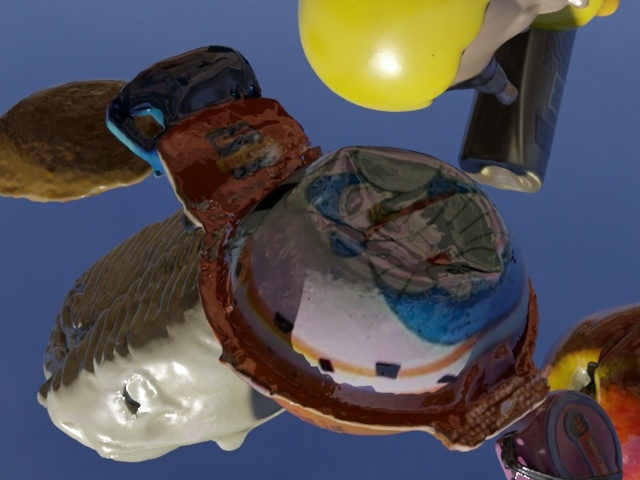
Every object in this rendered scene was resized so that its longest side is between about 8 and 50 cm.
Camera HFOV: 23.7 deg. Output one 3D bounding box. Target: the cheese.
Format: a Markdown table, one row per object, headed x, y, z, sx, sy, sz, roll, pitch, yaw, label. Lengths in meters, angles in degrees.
| x | y | z | sx | sy | sz | roll | pitch | yaw | label |
| --- | --- | --- | --- | --- | --- | --- | --- | --- | --- |
| 0.000 | 0.000 | 0.921 | 0.217 | 0.129 | 0.329 | -25 | -122 | -33 | cheese |

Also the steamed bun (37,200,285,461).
| x | y | z | sx | sy | sz | roll | pitch | yaw | label |
| --- | --- | --- | --- | --- | --- | --- | --- | --- | --- |
| -0.113 | 0.101 | 1.556 | 0.324 | 0.219 | 0.310 | -40 | -160 | 7 | steamed bun |

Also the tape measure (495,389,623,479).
| x | y | z | sx | sy | sz | roll | pitch | yaw | label |
| --- | --- | --- | --- | --- | --- | --- | --- | --- | --- |
| 0.215 | 0.200 | 1.387 | 0.125 | 0.118 | 0.074 | -29 | -178 | -44 | tape measure |

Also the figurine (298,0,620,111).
| x | y | z | sx | sy | sz | roll | pitch | yaw | label |
| --- | --- | --- | --- | --- | --- | --- | --- | --- | --- |
| 0.144 | -0.228 | 1.345 | 0.343 | 0.215 | 0.187 | -16 | -123 | -26 | figurine |

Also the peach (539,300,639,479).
| x | y | z | sx | sy | sz | roll | pitch | yaw | label |
| --- | --- | --- | --- | --- | --- | --- | --- | --- | --- |
| 0.398 | 0.192 | 1.845 | 0.281 | 0.281 | 0.238 | -13 | -139 | -25 | peach |

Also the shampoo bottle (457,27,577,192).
| x | y | z | sx | sy | sz | roll | pitch | yaw | label |
| --- | --- | --- | --- | --- | --- | --- | --- | --- | --- |
| 0.222 | -0.229 | 1.549 | 0.084 | 0.350 | 0.125 | 10 | 170 | 24 | shampoo bottle |

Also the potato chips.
| x | y | z | sx | sy | sz | roll | pitch | yaw | label |
| --- | --- | --- | --- | --- | --- | --- | --- | --- | --- |
| -0.232 | -0.104 | 1.457 | 0.201 | 0.049 | 0.150 | 6 | -120 | 19 | potato chips |
